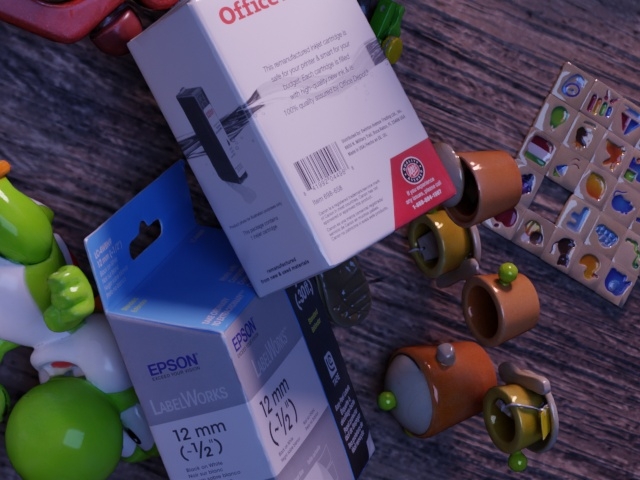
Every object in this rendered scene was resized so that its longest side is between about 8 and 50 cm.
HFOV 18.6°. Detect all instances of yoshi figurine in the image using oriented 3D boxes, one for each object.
[{"bbox_3d":[-0.276,0.092,1.792,0.203,0.203,0.362,-41,105,-6],"label":"yoshi figurine"}]

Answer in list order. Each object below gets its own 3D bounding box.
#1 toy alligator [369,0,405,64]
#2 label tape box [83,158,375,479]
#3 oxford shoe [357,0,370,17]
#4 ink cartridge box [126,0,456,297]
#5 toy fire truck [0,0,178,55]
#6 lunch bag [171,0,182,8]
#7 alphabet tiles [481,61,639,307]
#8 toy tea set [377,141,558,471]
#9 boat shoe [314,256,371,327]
[{"bbox_3d":[0.060,-0.202,1.973,0.189,0.056,0.051,-64,153,-5],"label":"toy alligator"},{"bbox_3d":[-0.077,0.108,1.844,0.115,0.249,0.347,-13,105,20],"label":"label tape box"},{"bbox_3d":[0.022,-0.242,1.934,0.083,0.096,0.227,33,106,6],"label":"oxford shoe"},{"bbox_3d":[-0.025,-0.115,1.810,0.197,0.114,0.273,-30,94,-43],"label":"ink cartridge box"},{"bbox_3d":[-0.207,-0.310,1.796,0.302,0.169,0.254,-44,112,-10],"label":"toy fire truck"},{"bbox_3d":[-0.102,-0.239,1.904,0.083,0.053,0.071,40,81,-27],"label":"lunch bag"},{"bbox_3d":[0.310,-0.049,2.106,0.237,0.009,0.198,30,85,-21],"label":"alphabet tiles"},{"bbox_3d":[0.124,0.066,1.947,0.124,0.200,0.336,-13,101,-27],"label":"toy tea set"},{"bbox_3d":[0.000,0.000,1.964,0.064,0.060,0.178,-20,105,-26],"label":"boat shoe"}]
